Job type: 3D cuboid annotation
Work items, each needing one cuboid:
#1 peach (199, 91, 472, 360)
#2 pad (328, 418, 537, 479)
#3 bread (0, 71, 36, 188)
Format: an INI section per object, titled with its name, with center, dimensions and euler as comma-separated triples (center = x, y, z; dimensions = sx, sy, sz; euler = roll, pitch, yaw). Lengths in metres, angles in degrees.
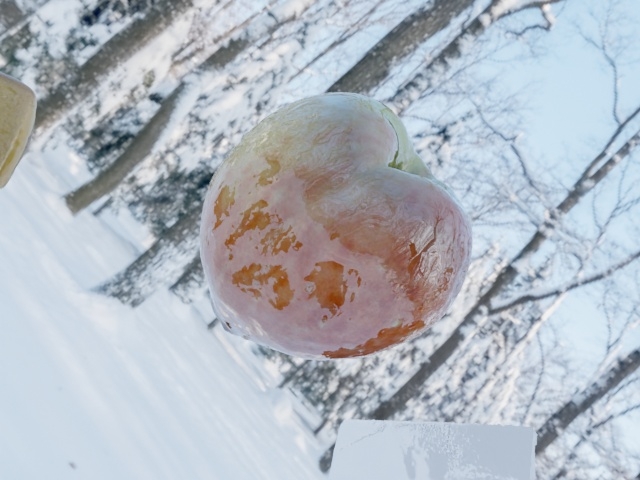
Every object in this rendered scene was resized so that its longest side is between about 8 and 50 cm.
[peach]
center = 0.000, 0.000, 0.564
dimensions = 0.232, 0.232, 0.232
euler = 46, -7, 8
[pad]
center = 0.097, 0.253, 0.663
dimensions = 0.232, 0.156, 0.004
euler = -9, -35, 38
[bread]
center = -0.350, -0.111, 0.570
dimensions = 0.201, 0.115, 0.077
euler = 19, -10, -24
